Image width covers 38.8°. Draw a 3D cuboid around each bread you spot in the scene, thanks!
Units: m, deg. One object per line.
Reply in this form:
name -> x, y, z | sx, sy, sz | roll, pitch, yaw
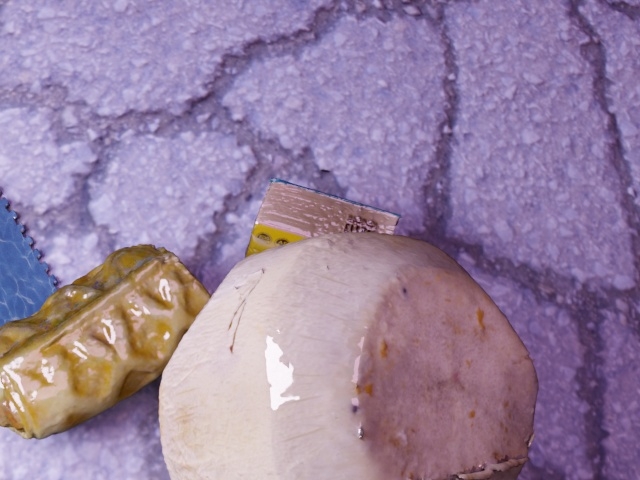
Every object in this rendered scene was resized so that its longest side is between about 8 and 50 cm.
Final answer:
bread -> -0.249, 0.113, 1.003 | 0.268, 0.130, 0.152 | -36, 47, -22

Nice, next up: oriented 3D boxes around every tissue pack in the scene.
tissue pack -> 0.000, 0.000, 1.115 | 0.169, 0.120, 0.082 | 16, 65, -4

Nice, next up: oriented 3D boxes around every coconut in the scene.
coconut -> 0.017, 0.166, 0.926 | 0.346, 0.360, 0.346 | 10, 73, -35

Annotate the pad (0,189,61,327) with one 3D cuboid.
pad -> -0.454, 0.062, 1.056 | 0.269, 0.012, 0.269 | -31, 73, -23
